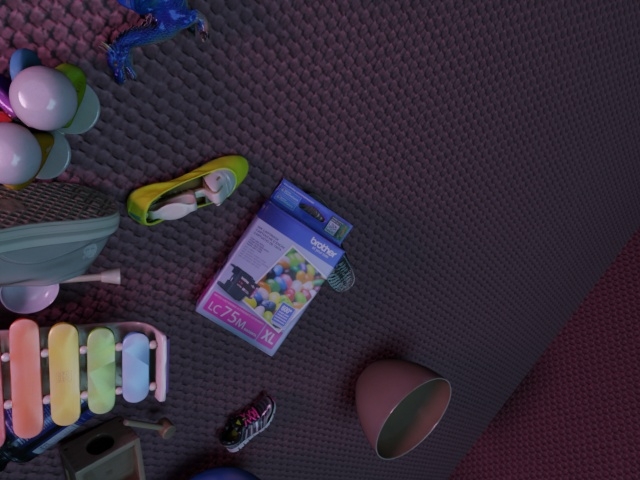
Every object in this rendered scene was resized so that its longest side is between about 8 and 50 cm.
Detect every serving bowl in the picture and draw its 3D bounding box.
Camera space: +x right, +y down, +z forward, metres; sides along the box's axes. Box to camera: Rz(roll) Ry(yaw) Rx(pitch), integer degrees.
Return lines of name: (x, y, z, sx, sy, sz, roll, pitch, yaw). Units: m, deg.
serving bowl: (-0.460, 0.073, 0.834, 0.083, 0.027, 0.084, -20, 128, -28)

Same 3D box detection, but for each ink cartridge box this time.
ink cartridge box: (-0.086, 0.054, 1.051, 0.185, 0.065, 0.311, 34, 92, -14)

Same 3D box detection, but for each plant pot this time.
plant pot: (0.209, 0.455, 1.530, 0.284, 0.191, 0.284, -22, 130, -29)

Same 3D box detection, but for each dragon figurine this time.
dragon figurine: (-0.226, -0.348, 0.706, 0.143, 0.085, 0.290, -10, 125, -36)

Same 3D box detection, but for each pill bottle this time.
pill bottle: (-0.480, 0.291, 0.894, 0.219, 0.122, 0.123, -34, 134, -17)

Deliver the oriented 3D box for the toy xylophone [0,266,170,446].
toy xylophone: (-0.396, 0.168, 0.798, 0.322, 0.081, 0.237, -10, 104, -22)

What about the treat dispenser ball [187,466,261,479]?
treat dispenser ball: (-0.234, 0.689, 1.248, 0.288, 0.288, 0.289, -21, 129, -28)

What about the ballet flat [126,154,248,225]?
ballet flat: (-0.212, -0.080, 0.903, 0.230, 0.077, 0.077, -24, 130, -27)

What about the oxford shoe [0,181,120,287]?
oxford shoe: (-0.467, 0.008, 0.659, 0.449, 0.169, 0.130, -8, 130, -54)

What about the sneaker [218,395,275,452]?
sneaker: (-0.182, 0.444, 1.288, 0.170, 0.063, 0.075, -44, 143, -1)

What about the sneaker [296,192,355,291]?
sneaker: (0.000, 0.000, 1.146, 0.083, 0.118, 0.222, -22, 103, -4)

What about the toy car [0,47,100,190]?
toy car: (-0.383, -0.163, 0.678, 0.136, 0.159, 0.182, 34, 94, -10)

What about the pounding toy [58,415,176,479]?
pounding toy: (-0.405, 0.410, 1.066, 0.206, 0.094, 0.181, -22, 125, -40)
